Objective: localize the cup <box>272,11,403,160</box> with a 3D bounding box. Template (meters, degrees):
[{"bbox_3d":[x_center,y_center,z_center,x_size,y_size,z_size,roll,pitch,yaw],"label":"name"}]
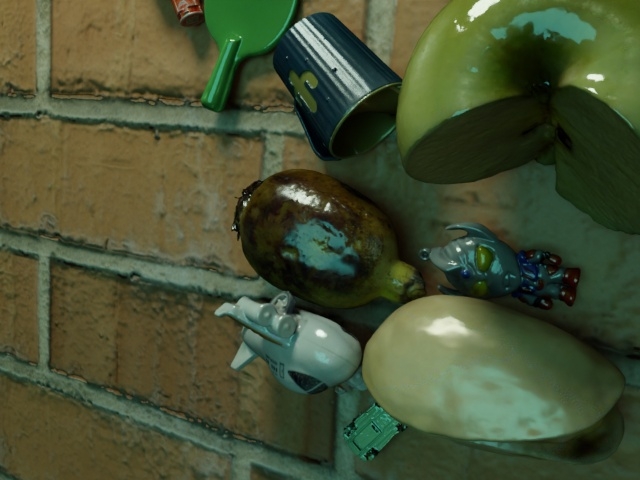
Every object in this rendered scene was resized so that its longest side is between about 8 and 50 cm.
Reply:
[{"bbox_3d":[0.016,-0.194,0.880,0.155,0.131,0.176,55,143,18],"label":"cup"}]

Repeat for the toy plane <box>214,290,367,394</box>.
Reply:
[{"bbox_3d":[-0.040,0.148,0.904,0.245,0.244,0.117,22,73,26],"label":"toy plane"}]

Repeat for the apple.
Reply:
[{"bbox_3d":[0.238,-0.148,0.667,0.295,0.258,0.233,14,89,26],"label":"apple"}]

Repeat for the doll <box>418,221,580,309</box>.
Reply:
[{"bbox_3d":[0.216,0.038,0.818,0.195,0.062,0.104,13,141,21],"label":"doll"}]

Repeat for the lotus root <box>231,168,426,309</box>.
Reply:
[{"bbox_3d":[0.000,0.000,0.889,0.314,0.141,0.169,24,109,25],"label":"lotus root"}]

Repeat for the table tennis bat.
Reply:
[{"bbox_3d":[-0.119,-0.314,0.986,0.160,0.039,0.257,29,104,23],"label":"table tennis bat"}]

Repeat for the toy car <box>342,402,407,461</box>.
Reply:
[{"bbox_3d":[0.083,0.259,0.935,0.059,0.035,0.122,47,107,17],"label":"toy car"}]

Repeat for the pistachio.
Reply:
[{"bbox_3d":[0.191,0.166,0.774,0.299,0.187,0.187,11,101,32],"label":"pistachio"}]

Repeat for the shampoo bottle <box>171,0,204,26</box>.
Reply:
[{"bbox_3d":[-0.236,-0.439,1.026,0.108,0.051,0.220,-25,83,27],"label":"shampoo bottle"}]
